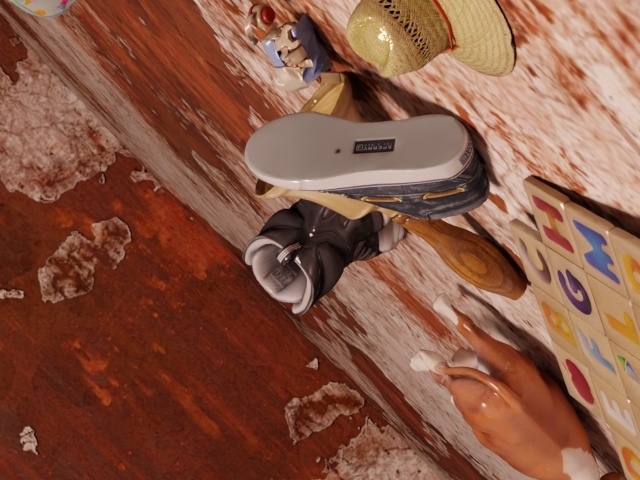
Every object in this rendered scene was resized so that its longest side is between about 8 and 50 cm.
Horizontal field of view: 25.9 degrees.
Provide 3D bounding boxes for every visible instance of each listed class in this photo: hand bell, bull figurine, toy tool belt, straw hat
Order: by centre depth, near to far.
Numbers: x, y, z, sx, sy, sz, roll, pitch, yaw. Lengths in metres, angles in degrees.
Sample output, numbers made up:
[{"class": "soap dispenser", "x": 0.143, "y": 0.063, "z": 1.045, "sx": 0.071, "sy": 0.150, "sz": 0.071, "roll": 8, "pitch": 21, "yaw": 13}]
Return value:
[{"class": "straw hat", "x": 0.049, "y": -0.132, "z": 0.850, "sx": 0.144, "sy": 0.061, "sz": 0.144, "roll": 43, "pitch": 171, "yaw": 9}, {"class": "toy tool belt", "x": -0.018, "y": -0.158, "z": 1.116, "sx": 0.051, "sy": 0.052, "sz": 0.083, "roll": 0, "pitch": 134, "yaw": 43}, {"class": "hand bell", "x": 0.078, "y": -0.023, "z": 1.184, "sx": 0.242, "sy": 0.126, "sz": 0.126, "roll": 34, "pitch": 174, "yaw": -15}, {"class": "bull figurine", "x": 0.204, "y": 0.184, "z": 1.453, "sx": 0.188, "sy": 0.101, "sz": 0.310, "roll": 40, "pitch": 170, "yaw": 41}]

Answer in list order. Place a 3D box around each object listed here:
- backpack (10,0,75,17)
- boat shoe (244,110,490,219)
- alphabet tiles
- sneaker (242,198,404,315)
[{"class": "backpack", "x": -0.327, "y": -0.320, "z": 1.486, "sx": 0.115, "sy": 0.152, "sz": 0.182, "roll": 51, "pitch": -173, "yaw": 27}, {"class": "boat shoe", "x": 0.036, "y": -0.051, "z": 1.064, "sx": 0.183, "sy": 0.065, "sz": 0.083, "roll": 2, "pitch": 152, "yaw": 25}, {"class": "alphabet tiles", "x": 0.235, "y": 0.108, "z": 0.946, "sx": 0.285, "sy": 0.011, "sz": 0.342, "roll": 66, "pitch": 169, "yaw": -27}, {"class": "sneaker", "x": 0.000, "y": 0.000, "z": 1.382, "sx": 0.101, "sy": 0.153, "sz": 0.268, "roll": 44, "pitch": 171, "yaw": 9}]
